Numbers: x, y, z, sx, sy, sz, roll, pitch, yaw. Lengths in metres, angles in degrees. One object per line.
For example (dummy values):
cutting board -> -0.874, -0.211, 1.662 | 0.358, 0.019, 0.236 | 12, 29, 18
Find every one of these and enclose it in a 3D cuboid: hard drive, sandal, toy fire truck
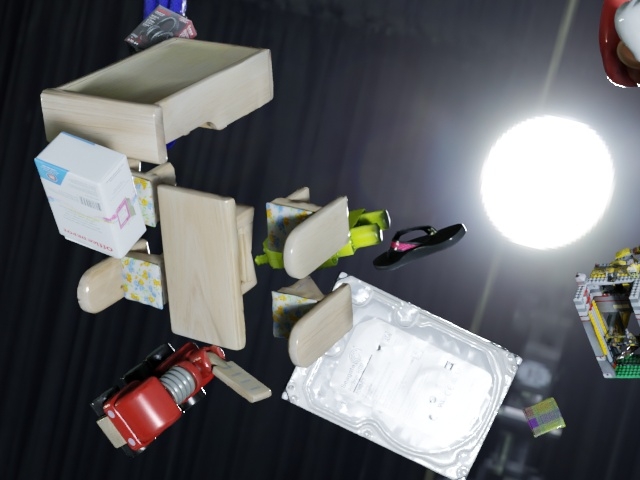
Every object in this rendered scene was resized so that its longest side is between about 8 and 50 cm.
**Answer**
hard drive -> 0.134, 0.226, 2.062 | 0.339, 0.237, 0.064 | 27, 178, -2
sandal -> 0.135, 0.000, 1.762 | 0.040, 0.067, 0.179 | 51, 143, -12
toy fire truck -> -0.227, 0.257, 2.085 | 0.246, 0.158, 0.217 | -30, -173, 45

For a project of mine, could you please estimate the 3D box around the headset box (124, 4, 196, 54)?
headset box -> -0.215, -0.280, 1.696 | 0.062, 0.083, 0.032 | 31, 159, 26

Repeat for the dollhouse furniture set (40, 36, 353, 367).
dollhouse furniture set -> -0.182, -0.030, 1.594 | 0.362, 0.394, 0.256 | 12, -151, 29

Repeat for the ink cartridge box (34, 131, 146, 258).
ink cartridge box -> -0.248, -0.048, 1.347 | 0.088, 0.122, 0.052 | 21, -127, 22

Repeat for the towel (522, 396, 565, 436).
towel -> 0.391, 0.309, 2.174 | 0.060, 0.009, 0.083 | -23, -151, 4

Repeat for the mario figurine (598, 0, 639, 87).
mario figurine -> 0.402, -0.168, 1.219 | 0.320, 0.170, 0.198 | 57, -179, 28

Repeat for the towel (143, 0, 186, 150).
towel -> -0.284, -0.327, 2.285 | 0.076, 0.228, 0.308 | 0, 154, -6

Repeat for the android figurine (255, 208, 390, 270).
android figurine -> 0.000, 0.000, 2.500 | 0.272, 0.056, 0.248 | -13, -163, 17

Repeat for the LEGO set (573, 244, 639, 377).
LEGO set -> 0.523, 0.063, 1.814 | 0.331, 0.192, 0.255 | 2, -138, 39
